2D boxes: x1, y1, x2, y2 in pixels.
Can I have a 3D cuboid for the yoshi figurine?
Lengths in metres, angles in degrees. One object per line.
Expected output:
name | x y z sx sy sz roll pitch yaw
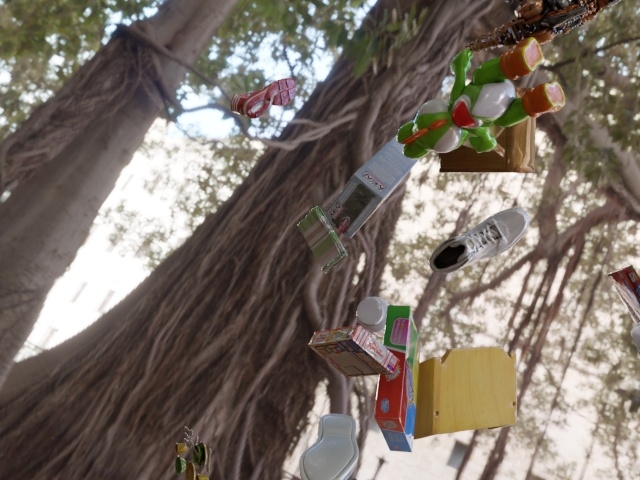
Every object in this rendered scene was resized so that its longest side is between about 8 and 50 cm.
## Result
yoshi figurine | 0.335 -0.289 1.441 0.203 0.204 0.362 24 -33 -38

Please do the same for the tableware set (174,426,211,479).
tableware set | -0.252 0.429 1.279 0.024 0.104 0.154 5 2 -31

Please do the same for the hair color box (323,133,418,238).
hair color box | 0.166 -0.173 2.012 0.113 0.374 0.185 41 -52 3

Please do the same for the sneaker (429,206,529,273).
sneaker | 0.425 0.009 1.766 0.108 0.292 0.169 59 16 7

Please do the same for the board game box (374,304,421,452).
board game box | 0.211 0.369 1.766 0.064 0.317 0.242 -1 -35 17

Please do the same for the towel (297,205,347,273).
towel | 0.000 0.000 1.706 0.152 0.023 0.113 59 -41 10

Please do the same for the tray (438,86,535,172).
tray | 0.430 -0.282 1.769 0.076 0.203 0.411 -1 6 -13

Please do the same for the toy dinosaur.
toy dinosaur | 0.457 -0.477 1.368 0.321 0.218 0.164 0 -57 16

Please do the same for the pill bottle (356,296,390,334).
pill bottle | 0.172 0.231 2.026 0.108 0.108 0.193 20 -8 21

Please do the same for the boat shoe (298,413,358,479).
boat shoe | 0.014 0.363 1.081 0.095 0.079 0.254 2 7 2

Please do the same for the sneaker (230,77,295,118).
sneaker | -0.187 -0.449 2.029 0.128 0.221 0.087 19 -51 37

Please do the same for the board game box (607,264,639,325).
board game box | 0.743 0.190 1.485 0.281 0.027 0.145 64 7 12

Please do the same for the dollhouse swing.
dollhouse swing | 0.391 0.484 2.104 0.346 0.315 0.305 3 -3 -31

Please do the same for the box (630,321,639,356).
box | 0.741 0.186 1.275 0.180 0.119 0.182 6 -40 -12

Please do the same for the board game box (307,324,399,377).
board game box | 0.079 0.278 1.638 0.147 0.045 0.193 43 -32 -19
